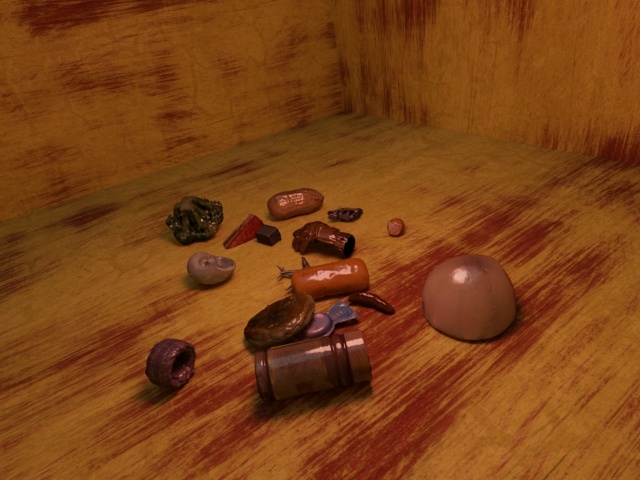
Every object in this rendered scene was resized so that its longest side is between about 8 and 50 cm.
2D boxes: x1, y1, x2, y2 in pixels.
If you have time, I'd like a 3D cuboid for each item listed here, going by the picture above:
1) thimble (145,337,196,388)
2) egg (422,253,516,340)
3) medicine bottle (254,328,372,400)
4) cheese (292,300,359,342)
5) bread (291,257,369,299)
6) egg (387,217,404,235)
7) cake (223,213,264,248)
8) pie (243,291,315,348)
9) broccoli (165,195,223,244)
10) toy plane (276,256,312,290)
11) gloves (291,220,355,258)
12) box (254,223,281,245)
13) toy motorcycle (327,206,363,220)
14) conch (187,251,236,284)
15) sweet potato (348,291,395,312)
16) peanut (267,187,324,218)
[{"bbox_3d":[-0.473,0.392,1.292,0.097,0.150,0.150,6,34,21],"label":"thimble"},{"bbox_3d":[0.496,0.153,1.371,0.336,0.201,0.337,-8,29,4],"label":"egg"},{"bbox_3d":[-0.023,0.368,1.196,0.322,0.151,0.151,-11,30,-3],"label":"medicine bottle"},{"bbox_3d":[0.007,0.290,1.418,0.244,0.052,0.135,-24,35,-23],"label":"cheese"},{"bbox_3d":[0.035,0.149,1.580,0.304,0.091,0.142,-12,52,-4],"label":"bread"},{"bbox_3d":[0.353,-0.066,1.892,0.080,0.080,0.096,3,19,20],"label":"egg"},{"bbox_3d":[-0.380,-0.027,2.069,0.220,0.116,0.086,-51,37,-3],"label":"cake"},{"bbox_3d":[-0.139,0.268,1.420,0.276,0.079,0.277,-25,23,11],"label":"pie"},{"bbox_3d":[-0.648,-0.120,2.116,0.294,0.245,0.265,-37,54,-1],"label":"broccoli"},{"bbox_3d":[-0.076,0.134,1.693,0.226,0.058,0.226,5,36,15],"label":"toy plane"},{"bbox_3d":[0.000,-0.014,1.840,0.330,0.141,0.154,12,38,32],"label":"gloves"},{"bbox_3d":[-0.260,-0.024,1.993,0.122,0.084,0.069,13,45,35],"label":"box"},{"bbox_3d":[0.133,-0.135,2.085,0.193,0.061,0.124,-5,23,-8],"label":"toy motorcycle"},{"bbox_3d":[-0.471,0.121,1.764,0.221,0.121,0.185,19,42,33],"label":"conch"},{"bbox_3d":[0.191,0.221,1.484,0.182,0.053,0.054,13,-2,28],"label":"sweet potato"},{"bbox_3d":[-0.133,-0.204,2.199,0.312,0.152,0.152,-16,31,-10],"label":"peanut"}]
